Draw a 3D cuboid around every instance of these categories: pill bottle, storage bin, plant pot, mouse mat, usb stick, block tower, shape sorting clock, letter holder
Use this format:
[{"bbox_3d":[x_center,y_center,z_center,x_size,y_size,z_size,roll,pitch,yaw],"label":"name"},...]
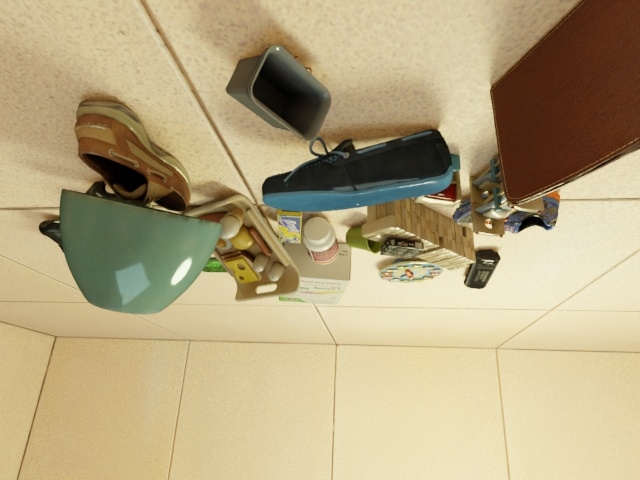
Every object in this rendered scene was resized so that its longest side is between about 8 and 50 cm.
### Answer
[{"bbox_3d":[0.000,0.000,1.158,0.086,0.085,0.152,0,158,7],"label":"pill bottle"},{"bbox_3d":[-0.064,-0.216,0.648,0.091,0.098,0.135,21,175,43],"label":"storage bin"},{"bbox_3d":[0.109,-0.007,1.151,0.079,0.083,0.083,-1,161,40],"label":"plant pot"},{"bbox_3d":[-0.332,0.085,1.515,0.190,0.007,0.152,0,158,5],"label":"mouse mat"},{"bbox_3d":[0.495,0.094,1.382,0.077,0.045,0.278,5,159,13],"label":"usb stick"},{"bbox_3d":[0.250,-0.016,1.082,0.336,0.097,0.091,18,153,-37],"label":"block tower"},{"bbox_3d":[0.290,0.105,1.439,0.207,0.040,0.206,3,158,1],"label":"shape sorting clock"},{"bbox_3d":[-0.351,0.030,0.856,0.291,0.195,0.290,12,180,0],"label":"plant pot"},{"bbox_3d":[0.368,-0.170,0.523,0.152,0.214,0.302,10,156,-17],"label":"letter holder"}]

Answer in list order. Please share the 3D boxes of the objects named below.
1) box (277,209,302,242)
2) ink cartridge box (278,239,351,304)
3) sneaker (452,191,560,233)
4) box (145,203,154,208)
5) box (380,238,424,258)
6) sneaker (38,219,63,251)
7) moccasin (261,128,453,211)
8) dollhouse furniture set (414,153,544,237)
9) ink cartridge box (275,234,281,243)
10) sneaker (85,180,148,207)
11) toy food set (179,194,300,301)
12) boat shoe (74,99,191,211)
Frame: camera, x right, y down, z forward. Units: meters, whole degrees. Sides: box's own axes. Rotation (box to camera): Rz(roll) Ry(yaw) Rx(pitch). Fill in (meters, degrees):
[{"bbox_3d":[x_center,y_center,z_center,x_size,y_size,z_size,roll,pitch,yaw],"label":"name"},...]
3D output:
[{"bbox_3d":[-0.073,-0.049,1.090,0.059,0.054,0.169,3,157,-2],"label":"box"},{"bbox_3d":[-0.025,0.105,1.377,0.202,0.116,0.278,5,157,-4],"label":"ink cartridge box"},{"bbox_3d":[0.401,-0.057,0.967,0.222,0.087,0.083,-5,156,19],"label":"sneaker"},{"bbox_3d":[-0.470,-0.003,1.199,0.113,0.094,0.275,3,158,0],"label":"box"},{"bbox_3d":[0.186,0.019,1.026,0.084,0.018,0.067,6,159,-7],"label":"box"},{"bbox_3d":[-0.669,0.037,1.281,0.107,0.124,0.283,-9,155,25],"label":"sneaker"},{"bbox_3d":[0.061,-0.125,0.817,0.343,0.116,0.138,-6,169,9],"label":"moccasin"},{"bbox_3d":[0.286,-0.095,0.832,0.184,0.128,0.129,7,157,-9],"label":"dollhouse furniture set"},{"bbox_3d":[-0.183,0.040,1.260,0.135,0.099,0.056,-12,154,31],"label":"ink cartridge box"},{"bbox_3d":[-0.422,-0.066,1.015,0.235,0.106,0.078,23,178,-17],"label":"sneaker"},{"bbox_3d":[-0.216,0.033,1.127,0.220,0.092,0.306,-13,123,33],"label":"toy food set"},{"bbox_3d":[-0.353,-0.125,0.854,0.123,0.116,0.324,-3,157,13],"label":"boat shoe"}]
